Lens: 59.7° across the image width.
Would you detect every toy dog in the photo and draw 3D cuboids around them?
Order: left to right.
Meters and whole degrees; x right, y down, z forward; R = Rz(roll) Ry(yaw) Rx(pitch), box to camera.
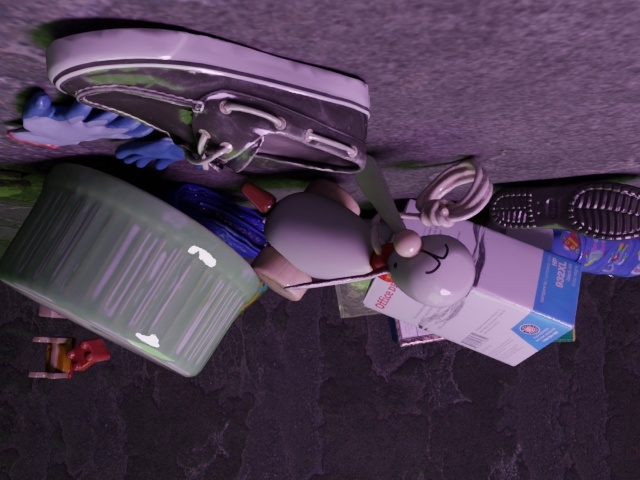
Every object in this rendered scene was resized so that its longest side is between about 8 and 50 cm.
[{"bbox_3d":[0.014,-0.018,0.650,0.333,0.220,0.161,-16,134,45],"label":"toy dog"}]

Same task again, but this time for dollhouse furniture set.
[{"bbox_3d":[-0.577,0.159,1.406,0.201,0.374,0.152,0,171,15],"label":"dollhouse furniture set"}]

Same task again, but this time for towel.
[{"bbox_3d":[-0.458,-0.074,0.704,0.148,0.027,0.110,4,172,-41],"label":"towel"},{"bbox_3d":[-0.258,-0.031,0.920,0.308,0.076,0.227,-3,159,32],"label":"towel"}]

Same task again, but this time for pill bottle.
[{"bbox_3d":[0.356,0.000,1.070,0.117,0.117,0.208,0,175,-5],"label":"pill bottle"}]

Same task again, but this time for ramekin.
[{"bbox_3d":[-0.244,0.051,0.712,0.303,0.148,0.303,24,161,9],"label":"ramekin"}]

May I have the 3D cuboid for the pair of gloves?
[{"bbox_3d":[-0.171,-0.095,0.508,0.159,0.023,0.198,-2,174,42],"label":"pair of gloves"}]

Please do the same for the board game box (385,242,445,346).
[{"bbox_3d":[0.289,0.093,1.243,0.291,0.232,0.141,-9,175,0],"label":"board game box"}]

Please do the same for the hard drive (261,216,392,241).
[{"bbox_3d":[-0.044,-0.020,1.147,0.353,0.047,0.233,1,179,-9],"label":"hard drive"}]

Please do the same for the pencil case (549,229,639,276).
[{"bbox_3d":[0.627,0.022,1.271,0.306,0.133,0.119,4,-153,-32],"label":"pencil case"}]

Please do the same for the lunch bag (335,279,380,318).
[{"bbox_3d":[0.147,0.067,1.456,0.235,0.169,0.287,-5,144,3],"label":"lunch bag"}]

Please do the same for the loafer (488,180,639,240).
[{"bbox_3d":[0.355,-0.053,0.784,0.220,0.080,0.078,8,-159,25],"label":"loafer"}]

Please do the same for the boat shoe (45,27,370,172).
[{"bbox_3d":[-0.060,-0.083,0.368,0.219,0.070,0.078,2,174,-27],"label":"boat shoe"}]

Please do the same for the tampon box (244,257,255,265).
[{"bbox_3d":[-0.161,0.018,1.329,0.120,0.101,0.161,0,174,-7],"label":"tampon box"}]

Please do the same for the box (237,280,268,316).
[{"bbox_3d":[-0.334,0.144,1.583,0.279,0.177,0.290,-43,165,10],"label":"box"}]

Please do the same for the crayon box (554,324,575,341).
[{"bbox_3d":[0.599,0.111,1.419,0.081,0.278,0.165,-4,174,25],"label":"crayon box"}]

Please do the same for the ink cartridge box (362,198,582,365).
[{"bbox_3d":[0.252,0.081,0.981,0.307,0.129,0.223,21,152,4],"label":"ink cartridge box"}]
